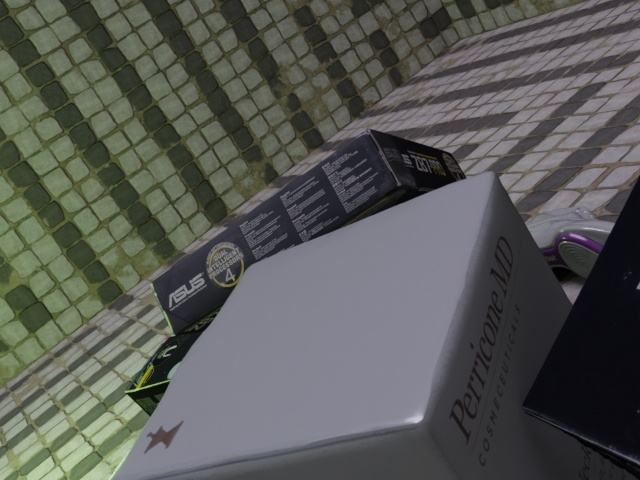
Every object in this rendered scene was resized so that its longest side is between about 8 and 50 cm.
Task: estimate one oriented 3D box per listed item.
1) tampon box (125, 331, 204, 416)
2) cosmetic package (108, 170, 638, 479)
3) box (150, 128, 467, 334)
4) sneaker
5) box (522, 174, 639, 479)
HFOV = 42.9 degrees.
[{"bbox_3d":[-0.199,0.213,1.258,0.161,0.101,0.120,-23,26,46],"label":"tampon box"},{"bbox_3d":[0.091,0.219,0.783,0.328,0.393,0.329,-21,25,33],"label":"cosmetic package"},{"bbox_3d":[0.000,0.000,1.180,0.395,0.097,0.318,-34,-13,24],"label":"box"},{"bbox_3d":[0.427,-0.011,1.329,0.152,0.114,0.305,-41,19,-21],"label":"sneaker"},{"bbox_3d":[0.387,0.069,0.636,0.343,0.313,0.179,-61,28,-7],"label":"box"}]
